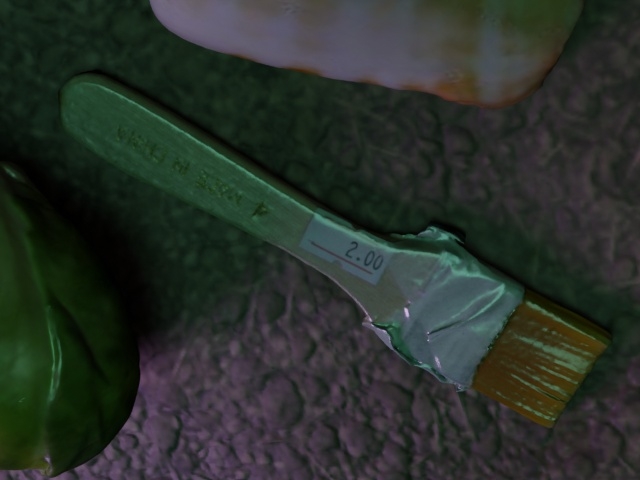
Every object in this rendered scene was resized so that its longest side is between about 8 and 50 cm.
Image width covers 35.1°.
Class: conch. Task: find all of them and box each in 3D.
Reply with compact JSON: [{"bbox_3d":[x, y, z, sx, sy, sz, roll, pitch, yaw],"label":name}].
[{"bbox_3d":[-0.003,-0.139,0.446,0.255,0.127,0.158,25,116,1],"label":"conch"}]

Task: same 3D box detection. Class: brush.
[{"bbox_3d":[0.000,0.000,0.566,0.337,0.020,0.085,29,117,0],"label":"brush"}]

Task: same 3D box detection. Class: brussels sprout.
[{"bbox_3d":[-0.176,0.049,0.570,0.131,0.145,0.183,-20,116,-10],"label":"brussels sprout"}]
